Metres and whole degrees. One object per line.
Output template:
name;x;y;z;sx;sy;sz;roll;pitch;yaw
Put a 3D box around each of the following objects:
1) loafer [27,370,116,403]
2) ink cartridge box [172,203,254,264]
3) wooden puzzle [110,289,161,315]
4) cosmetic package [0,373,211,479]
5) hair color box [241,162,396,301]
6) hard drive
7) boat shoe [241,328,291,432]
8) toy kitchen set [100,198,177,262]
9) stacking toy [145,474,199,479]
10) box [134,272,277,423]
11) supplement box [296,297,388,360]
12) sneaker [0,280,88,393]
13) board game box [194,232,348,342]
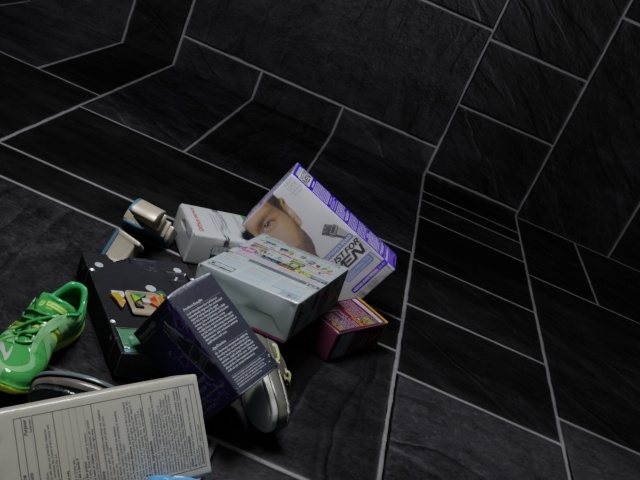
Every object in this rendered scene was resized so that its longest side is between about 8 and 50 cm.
loafer;-0.329;0.284;1.263;0.267;0.096;0.084;23;34;-11
ink cartridge box;-0.245;-0.003;1.993;0.208;0.087;0.153;12;26;-29
wooden puzzle;-0.336;0.119;1.558;0.116;0.014;0.078;6;28;-38
cosmetic package;-0.315;0.282;1.117;0.296;0.153;0.129;-3;-9;-40
hair color box;0.000;0.000;1.962;0.339;0.185;0.110;43;20;-8
hard drive;-0.329;0.147;1.605;0.237;0.064;0.339;8;26;-34
boat shoe;-0.105;0.249;1.534;0.091;0.109;0.305;8;22;-25
toy kitchen set;-0.432;-0.003;1.845;0.122;0.166;0.207;27;-14;7
stacking toy;-0.202;0.450;0.975;0.175;0.165;0.302;30;36;-4
box;-0.200;0.187;1.409;0.207;0.153;0.108;52;44;6
supplement box;0.050;0.198;1.840;0.104;0.081;0.188;39;26;31
sneaker;-0.478;0.151;1.365;0.109;0.123;0.295;23;23;-2
board game box;-0.099;0.091;1.711;0.224;0.097;0.303;22;19;16
